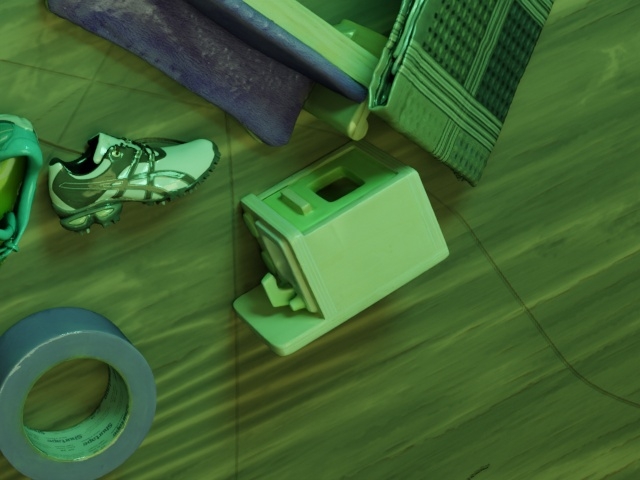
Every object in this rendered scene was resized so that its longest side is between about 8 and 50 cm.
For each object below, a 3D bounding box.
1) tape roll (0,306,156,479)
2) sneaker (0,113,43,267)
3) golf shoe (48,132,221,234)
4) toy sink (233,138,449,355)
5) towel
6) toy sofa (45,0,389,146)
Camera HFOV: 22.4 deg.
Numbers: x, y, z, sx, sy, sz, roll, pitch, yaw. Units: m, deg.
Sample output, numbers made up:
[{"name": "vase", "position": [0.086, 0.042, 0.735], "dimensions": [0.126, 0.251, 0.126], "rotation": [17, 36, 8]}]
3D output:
[{"name": "tape roll", "position": [-0.287, 0.176, 1.830], "dimensions": [0.189, 0.080, 0.189], "rotation": [-9, 112, -22]}, {"name": "sneaker", "position": [-0.369, -0.002, 1.708], "dimensions": [0.107, 0.110, 0.275], "rotation": [16, 101, -30]}, {"name": "golf shoe", "position": [-0.205, -0.083, 1.779], "dimensions": [0.198, 0.077, 0.094], "rotation": [-25, 117, -18]}, {"name": "toy sink", "position": [0.000, 0.000, 1.866], "dimensions": [0.234, 0.153, 0.131], "rotation": [-31, 119, -12]}, {"name": "towel", "position": [0.164, -0.243, 1.817], "dimensions": [0.324, 0.056, 0.312], "rotation": [31, 81, -62]}, {"name": "toy sofa", "position": [-0.102, -0.231, 1.733], "dimensions": [0.362, 0.150, 0.177], "rotation": [31, 91, -31]}]
